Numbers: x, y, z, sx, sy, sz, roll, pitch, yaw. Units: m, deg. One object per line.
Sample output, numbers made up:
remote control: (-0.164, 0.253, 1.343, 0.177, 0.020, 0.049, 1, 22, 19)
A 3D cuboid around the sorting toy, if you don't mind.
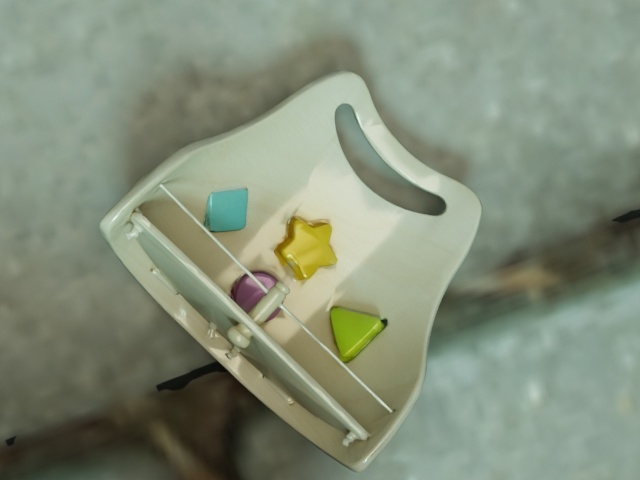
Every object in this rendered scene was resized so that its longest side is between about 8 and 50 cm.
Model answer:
sorting toy: (0.000, 0.000, 0.333, 0.083, 0.045, 0.075, 45, 78, -7)
